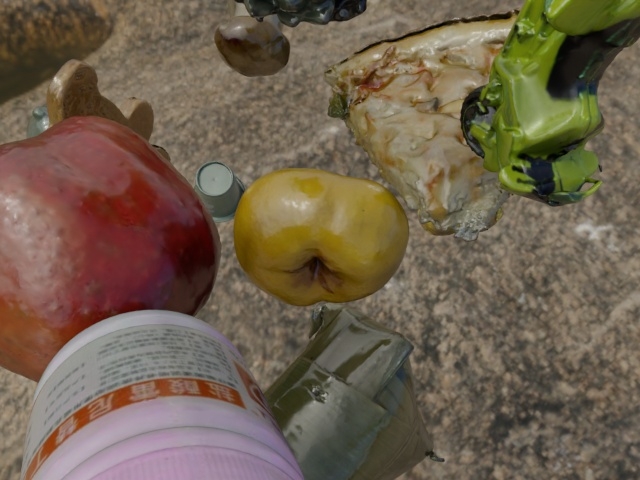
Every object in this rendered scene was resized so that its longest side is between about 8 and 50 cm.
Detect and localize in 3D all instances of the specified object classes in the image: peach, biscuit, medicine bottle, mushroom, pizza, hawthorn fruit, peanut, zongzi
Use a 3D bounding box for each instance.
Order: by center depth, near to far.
[{"bbox_3d":[-0.113,0.193,0.522,0.202,0.202,0.316,0,14,-19],"label":"medicine bottle"},{"bbox_3d":[0.000,0.000,0.724,0.179,0.179,0.103,13,51,-9],"label":"peach"},{"bbox_3d":[-0.223,0.037,0.760,0.330,0.287,0.287,39,48,1],"label":"hawthorn fruit"},{"bbox_3d":[-0.096,-0.392,0.995,0.128,0.128,0.350,2,72,-17],"label":"mushroom"},{"bbox_3d":[-0.020,0.351,1.000,0.447,0.418,0.181,-44,46,-15],"label":"zongzi"},{"bbox_3d":[-0.322,-0.121,1.083,0.047,0.340,0.216,18,88,17],"label":"biscuit"},{"bbox_3d":[0.181,-0.229,1.090,0.392,0.080,0.435,26,64,35],"label":"pizza"},{"bbox_3d":[0.267,-0.054,1.371,0.207,0.087,0.087,-5,52,-38],"label":"peanut"}]

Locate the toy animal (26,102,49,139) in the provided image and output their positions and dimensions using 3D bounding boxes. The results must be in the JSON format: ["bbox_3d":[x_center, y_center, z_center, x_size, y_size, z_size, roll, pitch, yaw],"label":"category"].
[{"bbox_3d":[-0.450,-0.135,1.251,0.127,0.251,0.125,40,44,-2],"label":"toy animal"}]

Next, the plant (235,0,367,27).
[{"bbox_3d":[-0.019,-0.252,0.607,0.132,0.129,0.194,-2,25,-9],"label":"plant"}]

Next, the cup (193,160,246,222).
[{"bbox_3d":[-0.216,-0.109,1.527,0.120,0.141,0.120,2,74,-6],"label":"cup"}]

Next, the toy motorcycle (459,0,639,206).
[{"bbox_3d":[0.248,-0.164,0.745,0.142,0.342,0.206,-21,64,-26],"label":"toy motorcycle"}]
